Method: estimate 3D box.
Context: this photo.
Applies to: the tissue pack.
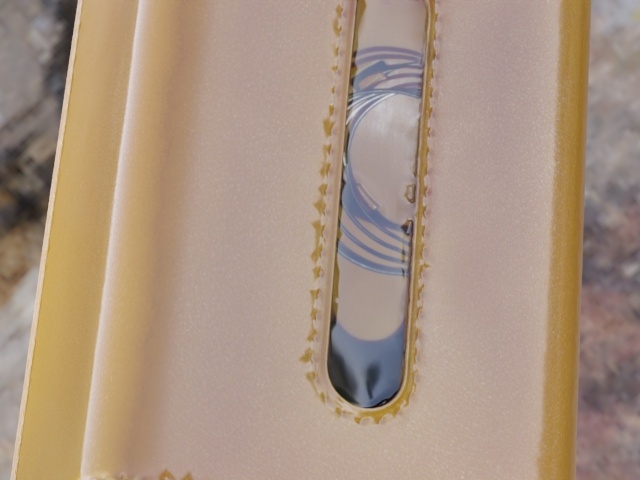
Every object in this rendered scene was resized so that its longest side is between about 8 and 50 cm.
[{"bbox_3d":[0.000,0.000,0.744,0.145,0.194,0.275,142,136,-62],"label":"tissue pack"}]
